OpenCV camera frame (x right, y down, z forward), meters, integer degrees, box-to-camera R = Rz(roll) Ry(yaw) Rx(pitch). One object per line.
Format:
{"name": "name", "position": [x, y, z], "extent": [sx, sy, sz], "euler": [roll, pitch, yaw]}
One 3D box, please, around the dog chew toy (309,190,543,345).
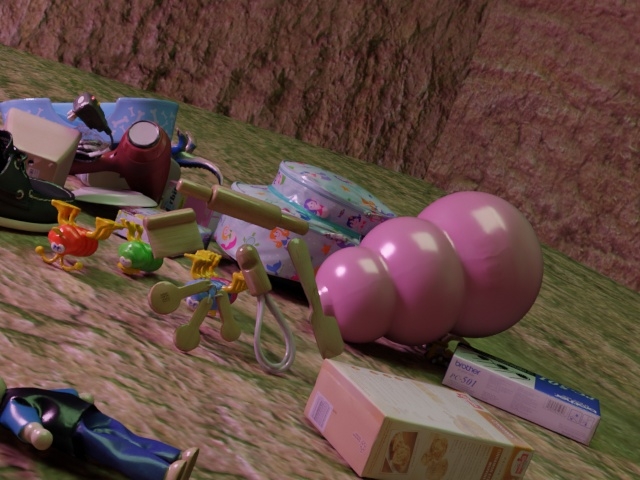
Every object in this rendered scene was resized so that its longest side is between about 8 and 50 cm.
{"name": "dog chew toy", "position": [0.139, 0.051, 1.732], "extent": [0.332, 0.206, 0.206], "euler": [-13, 25, -26]}

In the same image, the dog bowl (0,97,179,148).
{"name": "dog bowl", "position": [-0.386, -0.191, 2.115], "extent": [0.297, 0.074, 0.166], "euler": [0, -1, -4]}

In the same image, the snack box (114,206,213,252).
{"name": "snack box", "position": [-0.228, -0.014, 1.844], "extent": [0.100, 0.037, 0.141], "euler": [24, 9, 13]}

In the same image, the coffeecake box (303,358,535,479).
{"name": "coffeecake box", "position": [0.099, 0.194, 1.284], "extent": [0.185, 0.068, 0.142], "euler": [16, 10, -28]}

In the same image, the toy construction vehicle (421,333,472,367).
{"name": "toy construction vehicle", "position": [0.187, 0.157, 1.809], "extent": [0.098, 0.035, 0.086], "euler": [18, 10, -23]}

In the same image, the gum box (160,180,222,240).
{"name": "gum box", "position": [-0.160, -0.042, 2.086], "extent": [0.107, 0.062, 0.188], "euler": [28, 11, 35]}

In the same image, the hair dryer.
{"name": "hair dryer", "position": [-0.337, -0.133, 1.956], "extent": [0.224, 0.080, 0.293], "euler": [-17, -36, 32]}

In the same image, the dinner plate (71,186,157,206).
{"name": "dinner plate", "position": [-0.317, -0.067, 1.914], "extent": [0.141, 0.017, 0.141], "euler": [5, 7, -1]}

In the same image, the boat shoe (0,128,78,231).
{"name": "boat shoe", "position": [-0.427, -0.089, 1.590], "extent": [0.127, 0.113, 0.340], "euler": [29, 12, 40]}

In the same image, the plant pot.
{"name": "plant pot", "position": [-0.411, -0.109, 1.797], "extent": [0.109, 0.109, 0.096], "euler": [20, 22, -11]}

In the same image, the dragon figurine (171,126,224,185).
{"name": "dragon figurine", "position": [-0.311, -0.163, 2.370], "extent": [0.289, 0.144, 0.085], "euler": [42, 9, 4]}

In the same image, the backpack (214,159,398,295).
{"name": "backpack", "position": [-0.022, -0.012, 1.884], "extent": [0.254, 0.191, 0.225], "euler": [12, 13, -23]}

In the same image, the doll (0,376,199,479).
{"name": "doll", "position": [-0.192, 0.145, 0.975], "extent": [0.189, 0.046, 0.129], "euler": [23, 8, 7]}

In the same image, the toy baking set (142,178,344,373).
{"name": "toy baking set", "position": [-0.086, 0.043, 1.421], "extent": [0.256, 0.196, 0.030], "euler": [15, -17, -22]}

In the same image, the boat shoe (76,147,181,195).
{"name": "boat shoe", "position": [-0.330, -0.125, 2.128], "extent": [0.081, 0.079, 0.227], "euler": [32, 17, 31]}

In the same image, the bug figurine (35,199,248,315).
{"name": "bug figurine", "position": [-0.195, 0.034, 1.540], "extent": [0.279, 0.072, 0.216], "euler": [21, 3, 21]}

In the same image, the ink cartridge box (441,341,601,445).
{"name": "ink cartridge box", "position": [0.270, 0.203, 1.696], "extent": [0.207, 0.046, 0.097], "euler": [23, 10, 7]}
